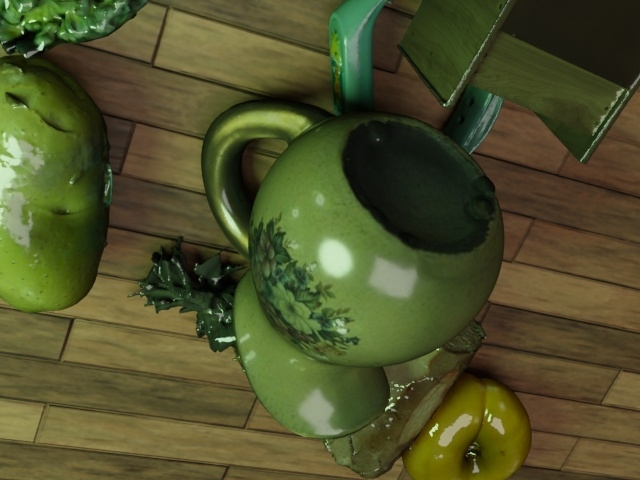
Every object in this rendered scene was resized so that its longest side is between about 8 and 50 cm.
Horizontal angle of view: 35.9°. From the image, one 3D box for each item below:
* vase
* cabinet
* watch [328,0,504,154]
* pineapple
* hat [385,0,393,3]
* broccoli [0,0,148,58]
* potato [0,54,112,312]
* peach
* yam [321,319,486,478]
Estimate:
[{"bbox_3d":[0.000,0.000,0.991,0.241,0.329,0.302,-33,165,-41],"label":"vase"},{"bbox_3d":[0.208,-0.217,0.913,0.174,0.148,0.215,16,117,-26],"label":"cabinet"},{"bbox_3d":[0.105,-0.178,1.030,0.195,0.068,0.237,-10,119,-13],"label":"watch"},{"bbox_3d":[-0.090,0.086,1.116,0.251,0.125,0.125,33,107,-19],"label":"pineapple"},{"bbox_3d":[0.102,-0.358,0.804,0.301,0.168,0.258,-49,155,6],"label":"hat"},{"bbox_3d":[-0.229,-0.273,0.777,0.247,0.245,0.288,-22,91,29],"label":"broccoli"},{"bbox_3d":[-0.266,-0.051,0.933,0.143,0.169,0.248,8,111,21],"label":"potato"},{"bbox_3d":[0.191,0.253,1.292,0.179,0.103,0.179,-7,119,-13],"label":"peach"},{"bbox_3d":[0.084,0.172,1.200,0.128,0.129,0.238,10,121,-42],"label":"yam"}]
